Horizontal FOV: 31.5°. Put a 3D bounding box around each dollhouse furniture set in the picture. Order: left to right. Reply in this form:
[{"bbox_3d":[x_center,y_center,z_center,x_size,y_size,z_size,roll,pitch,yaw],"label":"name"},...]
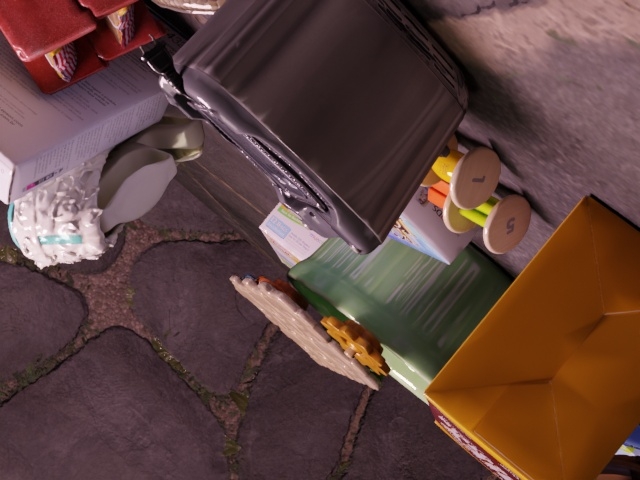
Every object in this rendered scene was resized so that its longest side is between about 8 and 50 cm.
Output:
[{"bbox_3d":[-0.315,-0.347,1.131,0.374,0.152,0.201,58,172,-3],"label":"dollhouse furniture set"}]

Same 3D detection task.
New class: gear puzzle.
[{"bbox_3d":[-0.001,0.092,1.280,0.175,0.044,0.339,43,170,-12],"label":"gear puzzle"}]

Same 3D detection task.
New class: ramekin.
[{"bbox_3d":[0.121,0.083,1.340,0.303,0.148,0.303,40,173,6],"label":"ramekin"}]

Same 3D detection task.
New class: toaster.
[{"bbox_3d":[-0.005,-0.109,0.801,0.227,0.146,0.129,42,172,-24],"label":"toaster"}]

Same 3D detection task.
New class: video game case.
[{"bbox_3d":[0.009,-0.098,1.163,0.244,0.061,0.269,43,173,-28],"label":"video game case"}]

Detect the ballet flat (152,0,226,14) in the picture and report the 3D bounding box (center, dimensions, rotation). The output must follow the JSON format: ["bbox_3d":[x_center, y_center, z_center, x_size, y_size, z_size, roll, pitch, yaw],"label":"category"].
[{"bbox_3d":[-0.130,-0.248,0.946,0.250,0.084,0.058,38,142,42],"label":"ballet flat"}]

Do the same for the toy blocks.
[{"bbox_3d":[0.097,-0.058,0.967,0.148,0.054,0.123,33,170,44],"label":"toy blocks"}]

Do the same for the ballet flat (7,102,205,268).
[{"bbox_3d":[-0.217,-0.101,1.381,0.147,0.409,0.147,13,132,16],"label":"ballet flat"}]

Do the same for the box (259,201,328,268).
[{"bbox_3d":[0.000,0.000,1.654,0.114,0.103,0.203,38,173,15],"label":"box"}]

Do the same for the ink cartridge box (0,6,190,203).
[{"bbox_3d":[-0.347,-0.220,1.311,0.324,0.330,0.071,38,133,15],"label":"ink cartridge box"}]

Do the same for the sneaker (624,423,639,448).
[{"bbox_3d":[0.329,0.157,1.043,0.232,0.090,0.081,19,172,-2],"label":"sneaker"}]

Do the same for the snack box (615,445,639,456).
[{"bbox_3d":[0.398,0.257,1.291,0.207,0.070,0.174,42,174,0],"label":"snack box"}]

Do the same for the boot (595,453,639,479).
[{"bbox_3d":[0.330,0.237,1.044,0.197,0.073,0.152,16,-179,14],"label":"boot"}]

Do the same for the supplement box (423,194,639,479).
[{"bbox_3d":[0.192,0.100,0.885,0.129,0.191,0.194,38,174,16],"label":"supplement box"}]
